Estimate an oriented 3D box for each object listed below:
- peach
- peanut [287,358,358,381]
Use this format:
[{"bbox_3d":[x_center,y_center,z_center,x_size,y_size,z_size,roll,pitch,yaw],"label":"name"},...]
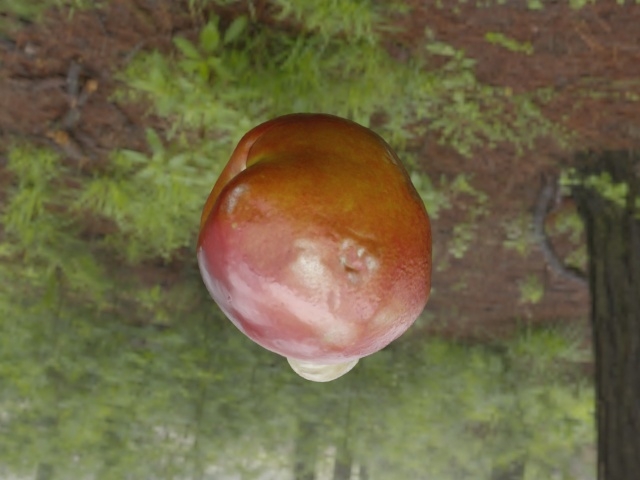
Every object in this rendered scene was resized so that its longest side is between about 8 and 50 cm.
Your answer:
[{"bbox_3d":[0.000,0.000,1.156,0.243,0.243,0.199,17,166,-20],"label":"peach"},{"bbox_3d":[0.001,0.018,1.523,0.153,0.325,0.140,7,165,-29],"label":"peanut"}]
